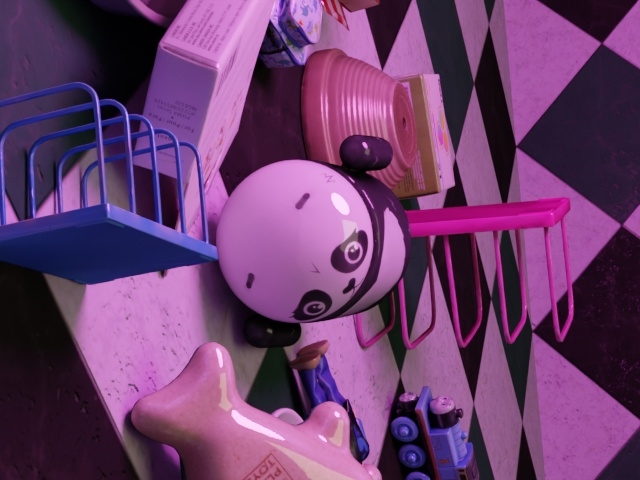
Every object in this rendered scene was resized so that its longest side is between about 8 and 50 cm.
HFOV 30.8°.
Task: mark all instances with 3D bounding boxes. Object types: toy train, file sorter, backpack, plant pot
[{"bbox_3d":[0.171,0.303,1.727,0.080,0.105,0.184,-60,139,-61],"label":"toy train"},{"bbox_3d":[0.202,0.049,1.639,0.202,0.291,0.182,-24,109,-70],"label":"file sorter"},{"bbox_3d":[-0.169,-0.037,0.865,0.170,0.118,0.104,28,54,-67],"label":"file sorter"},{"bbox_3d":[-0.045,-0.259,1.353,0.114,0.084,0.105,57,33,-56],"label":"backpack"},{"bbox_3d":[0.064,-0.150,1.588,0.237,0.110,0.237,-8,90,-70],"label":"plant pot"}]

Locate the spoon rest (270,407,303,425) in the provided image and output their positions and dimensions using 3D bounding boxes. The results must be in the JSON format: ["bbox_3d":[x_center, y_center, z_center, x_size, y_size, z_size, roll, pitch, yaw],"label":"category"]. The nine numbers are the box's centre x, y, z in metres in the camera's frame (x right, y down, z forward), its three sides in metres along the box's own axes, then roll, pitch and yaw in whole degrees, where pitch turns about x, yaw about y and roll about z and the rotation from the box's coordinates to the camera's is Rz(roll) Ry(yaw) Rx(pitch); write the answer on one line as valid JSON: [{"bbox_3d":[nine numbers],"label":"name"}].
[{"bbox_3d":[-0.011,0.300,1.242,0.137,0.084,0.276,-70,148,-53],"label":"spoon rest"}]

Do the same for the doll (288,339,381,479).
[{"bbox_3d":[0.020,0.218,1.372,0.189,0.046,0.129,66,23,-11],"label":"doll"}]

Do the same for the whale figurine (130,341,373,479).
[{"bbox_3d":[-0.067,0.219,1.056,0.216,0.141,0.272,-43,108,-19],"label":"whale figurine"}]

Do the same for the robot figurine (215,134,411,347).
[{"bbox_3d":[0.001,0.003,1.247,0.278,0.173,0.209,2,78,-71],"label":"robot figurine"}]

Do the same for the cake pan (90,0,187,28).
[{"bbox_3d":[-0.179,-0.331,1.039,0.293,0.054,0.293,-7,90,-71],"label":"cake pan"}]

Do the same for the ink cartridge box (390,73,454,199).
[{"bbox_3d":[0.163,-0.174,1.897,0.255,0.097,0.189,-23,105,-69],"label":"ink cartridge box"}]

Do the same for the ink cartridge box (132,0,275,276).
[{"bbox_3d":[-0.110,-0.140,1.109,0.275,0.060,0.239,-71,-178,-52],"label":"ink cartridge box"}]

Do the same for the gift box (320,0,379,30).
[{"bbox_3d":[0.071,-0.439,1.481,0.276,0.258,0.255,35,49,-55],"label":"gift box"}]
